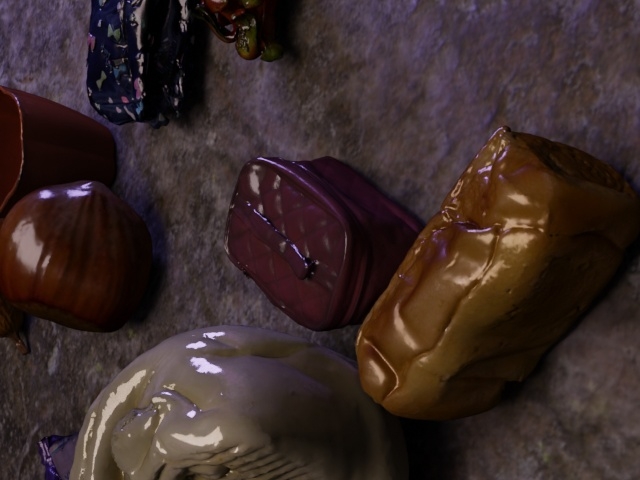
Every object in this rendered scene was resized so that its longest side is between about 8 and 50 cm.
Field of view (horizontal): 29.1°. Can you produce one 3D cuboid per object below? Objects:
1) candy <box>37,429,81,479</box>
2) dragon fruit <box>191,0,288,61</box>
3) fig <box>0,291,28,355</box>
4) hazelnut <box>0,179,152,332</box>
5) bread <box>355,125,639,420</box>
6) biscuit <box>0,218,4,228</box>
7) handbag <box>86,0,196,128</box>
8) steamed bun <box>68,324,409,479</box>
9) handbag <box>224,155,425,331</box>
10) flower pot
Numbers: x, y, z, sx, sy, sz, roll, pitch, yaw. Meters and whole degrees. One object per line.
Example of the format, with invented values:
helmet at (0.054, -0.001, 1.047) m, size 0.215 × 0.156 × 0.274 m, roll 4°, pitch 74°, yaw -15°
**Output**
candy at (-0.301, 0.298, 1.700) m, size 0.275 × 0.070 × 0.145 m, roll -34°, pitch 70°, yaw 36°
dragon fruit at (-0.089, -0.294, 1.490) m, size 0.138 × 0.142 × 0.175 m, roll 177°, pitch 73°, yaw -86°
fig at (-0.498, 0.094, 1.909) m, size 0.153 × 0.119 × 0.119 m, roll 35°, pitch 115°, yaw 14°
hazelnut at (-0.333, 0.022, 1.680) m, size 0.186 × 0.210 × 0.210 m, roll 120°, pitch 141°, yaw -69°
bread at (0.157, 0.041, 1.145) m, size 0.294 × 0.166 × 0.132 m, roll -57°, pitch 50°, yaw 27°
biscuit at (-0.564, -0.012, 2.024) m, size 0.192 × 0.036 × 0.186 m, roll 20°, pitch 103°, yaw 54°
handbag at (-0.233, -0.278, 1.637) m, size 0.162 × 0.113 × 0.260 m, roll 7°, pitch 93°, yaw 54°
steamed bun at (-0.085, 0.206, 1.296) m, size 0.394 × 0.346 × 0.237 m, roll 92°, pitch 174°, yaw -52°
handbag at (0.000, 0.000, 1.346) m, size 0.225 × 0.135 × 0.146 m, roll 41°, pitch 121°, yaw 40°
flower pot at (-0.395, -0.121, 1.756) m, size 0.190 × 0.173 × 0.191 m, roll -3°, pitch 86°, yaw 47°
